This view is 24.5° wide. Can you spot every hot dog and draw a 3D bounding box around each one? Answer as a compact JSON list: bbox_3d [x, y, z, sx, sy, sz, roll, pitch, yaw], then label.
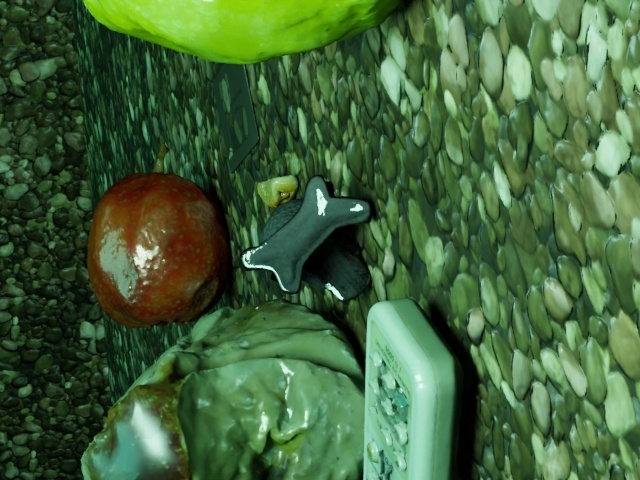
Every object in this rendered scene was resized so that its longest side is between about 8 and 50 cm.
[{"bbox_3d":[-0.047,-0.053,1.653,0.090,0.030,0.034,176,83,-75],"label":"hot dog"}]

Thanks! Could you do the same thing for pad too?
[{"bbox_3d":[-0.108,-0.164,1.853,0.190,0.004,0.127,144,115,-72],"label":"pad"}]

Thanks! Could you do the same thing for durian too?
[{"bbox_3d":[-0.064,-0.249,1.210,0.256,0.340,0.204,-79,-33,-64],"label":"durian"}]

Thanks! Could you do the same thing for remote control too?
[{"bbox_3d":[0.082,0.213,1.296,0.128,0.066,0.335,-119,24,-54],"label":"remote control"}]

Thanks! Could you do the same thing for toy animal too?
[{"bbox_3d":[0.002,0.001,1.474,0.117,0.121,0.210,36,-177,-2],"label":"toy animal"}]

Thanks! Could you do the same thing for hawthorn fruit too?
[{"bbox_3d":[-0.225,-0.006,2.028,0.205,0.205,0.253,165,100,-74],"label":"hawthorn fruit"}]

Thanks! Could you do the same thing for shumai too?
[{"bbox_3d":[-0.133,0.183,1.485,0.309,0.263,0.304,-54,53,18],"label":"shumai"}]
